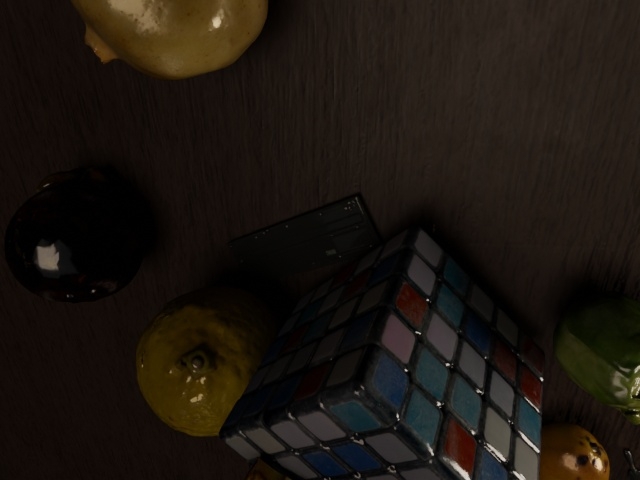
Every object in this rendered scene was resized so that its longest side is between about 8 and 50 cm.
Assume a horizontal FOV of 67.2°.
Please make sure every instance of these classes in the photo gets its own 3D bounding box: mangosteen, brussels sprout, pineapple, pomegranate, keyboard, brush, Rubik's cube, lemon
[{"bbox_3d":[-0.438,-0.018,0.869,0.228,0.228,0.266,-34,62,35],"label":"mangosteen"},{"bbox_3d":[0.379,0.141,0.613,0.183,0.145,0.131,24,106,-39],"label":"brussels sprout"},{"bbox_3d":[-0.051,0.308,0.584,0.113,0.077,0.114,8,163,10],"label":"pineapple"},{"bbox_3d":[-0.182,-0.304,0.577,0.232,0.233,0.233,11,121,19],"label":"pomegranate"},{"bbox_3d":[0.007,-0.007,0.768,0.380,0.041,0.104,-15,110,37],"label":"keyboard"},{"bbox_3d":[0.491,0.360,0.757,0.024,0.008,0.083,-19,107,33],"label":"brush"},{"bbox_3d":[0.094,0.209,0.658,0.292,0.287,0.293,43,133,-10],"label":"Rubik's cube"},{"bbox_3d":[-0.178,0.201,0.812,0.253,0.310,0.254,0,84,-2],"label":"lemon"}]

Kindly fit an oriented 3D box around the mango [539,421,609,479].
[{"bbox_3d":[0.384,0.360,0.759,0.115,0.090,0.178,16,126,28],"label":"mango"}]
